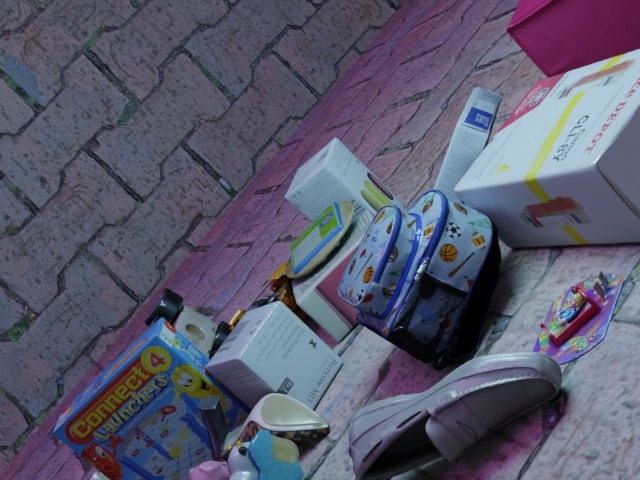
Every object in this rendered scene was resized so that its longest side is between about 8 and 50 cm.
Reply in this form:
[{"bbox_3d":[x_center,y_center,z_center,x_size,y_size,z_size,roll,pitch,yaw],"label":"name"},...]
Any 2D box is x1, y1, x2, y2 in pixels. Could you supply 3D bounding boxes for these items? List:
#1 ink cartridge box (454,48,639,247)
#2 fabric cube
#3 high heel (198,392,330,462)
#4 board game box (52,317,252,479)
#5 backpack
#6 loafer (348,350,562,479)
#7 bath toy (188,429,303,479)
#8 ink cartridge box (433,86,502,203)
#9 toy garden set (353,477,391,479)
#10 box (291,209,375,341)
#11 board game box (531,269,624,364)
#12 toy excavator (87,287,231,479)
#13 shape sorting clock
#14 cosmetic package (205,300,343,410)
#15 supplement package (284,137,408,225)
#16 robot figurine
[{"bbox_3d":[0.430,-0.143,1.509,0.279,0.160,0.385,-51,16,-16],"label":"ink cartridge box"},{"bbox_3d":[0.537,-0.427,1.764,0.254,0.259,0.258,-29,23,44],"label":"fabric cube"},{"bbox_3d":[-0.090,0.376,1.770,0.261,0.186,0.093,3,34,24],"label":"high heel"},{"bbox_3d":[-0.315,0.363,1.918,0.308,0.302,0.086,-43,16,12],"label":"board game box"},{"bbox_3d":[0.163,0.045,1.588,0.263,0.213,0.276,-58,17,-2],"label":"backpack"},{"bbox_3d":[0.178,0.244,1.287,0.319,0.112,0.111,-30,35,27],"label":"loafer"},{"bbox_3d":[-0.180,0.442,1.693,0.348,0.129,0.151,-34,19,39],"label":"bath toy"},{"bbox_3d":[0.256,-0.107,1.852,0.324,0.072,0.330,-56,-15,-65],"label":"ink cartridge box"},{"bbox_3d":[0.044,0.430,1.291,0.204,0.049,0.244,-43,16,5],"label":"toy garden set"},{"bbox_3d":[0.067,0.070,1.984,0.232,0.127,0.148,-45,14,7],"label":"box"},{"bbox_3d":[0.349,0.100,1.345,0.133,0.033,0.168,-27,24,50],"label":"board game box"},{"bbox_3d":[-0.417,0.407,2.342,0.445,0.222,0.433,-55,12,22],"label":"toy excavator"},{"bbox_3d":[0.000,0.000,2.024,0.206,0.040,0.206,-42,23,22],"label":"shape sorting clock"},{"bbox_3d":[-0.089,0.241,1.855,0.151,0.184,0.151,-24,27,56],"label":"cosmetic package"},{"bbox_3d":[0.063,-0.084,2.165,0.134,0.244,0.139,-37,19,32],"label":"supplement package"},{"bbox_3d":[-0.095,0.155,2.122,0.085,0.211,0.291,29,59,29],"label":"robot figurine"}]
